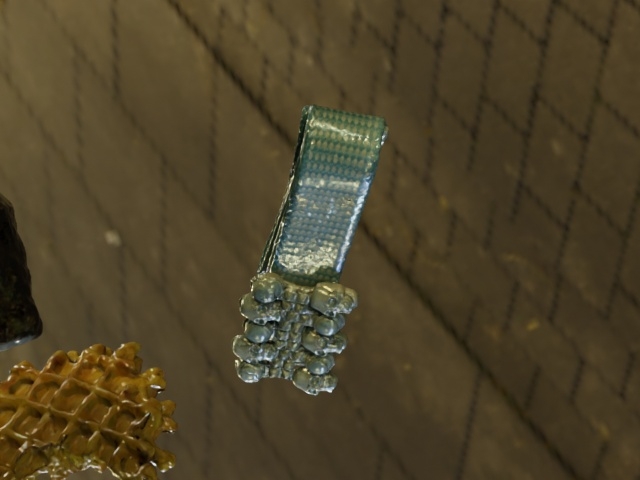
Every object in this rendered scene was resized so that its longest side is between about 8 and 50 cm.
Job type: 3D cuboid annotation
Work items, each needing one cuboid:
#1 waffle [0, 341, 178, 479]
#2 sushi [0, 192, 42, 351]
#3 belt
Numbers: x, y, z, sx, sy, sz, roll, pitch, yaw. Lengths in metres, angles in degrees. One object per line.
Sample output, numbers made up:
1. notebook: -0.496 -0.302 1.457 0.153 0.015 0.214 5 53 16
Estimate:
1. waffle: -0.306 0.226 1.933 0.259 0.293 0.069 -102 -11 -45
2. sushi: -0.282 0.021 1.052 0.225 0.124 0.127 -7 91 38
3. belt: -0.005 -0.001 0.916 0.179 0.065 0.100 104 177 -56
